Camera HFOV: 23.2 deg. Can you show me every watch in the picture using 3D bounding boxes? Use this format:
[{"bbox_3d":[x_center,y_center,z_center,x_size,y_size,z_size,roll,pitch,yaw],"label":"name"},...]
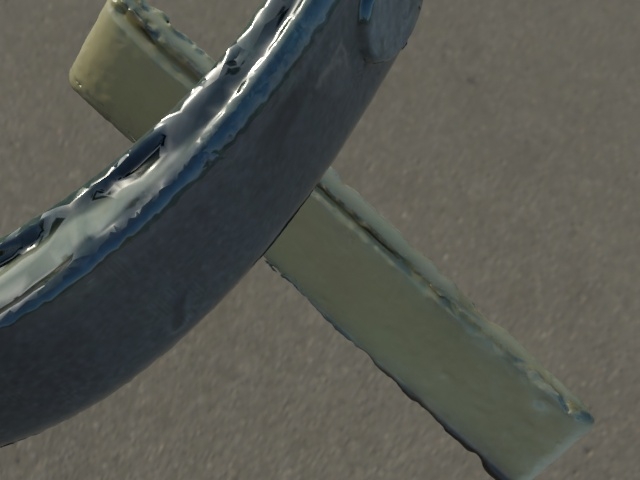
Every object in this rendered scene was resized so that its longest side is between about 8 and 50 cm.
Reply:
[{"bbox_3d":[-0.089,-0.041,0.371,0.193,0.068,0.206,22,73,25],"label":"watch"}]

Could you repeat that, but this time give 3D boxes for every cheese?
[{"bbox_3d":[0.002,-0.002,0.974,0.400,0.085,0.034,41,34,5],"label":"cheese"}]
